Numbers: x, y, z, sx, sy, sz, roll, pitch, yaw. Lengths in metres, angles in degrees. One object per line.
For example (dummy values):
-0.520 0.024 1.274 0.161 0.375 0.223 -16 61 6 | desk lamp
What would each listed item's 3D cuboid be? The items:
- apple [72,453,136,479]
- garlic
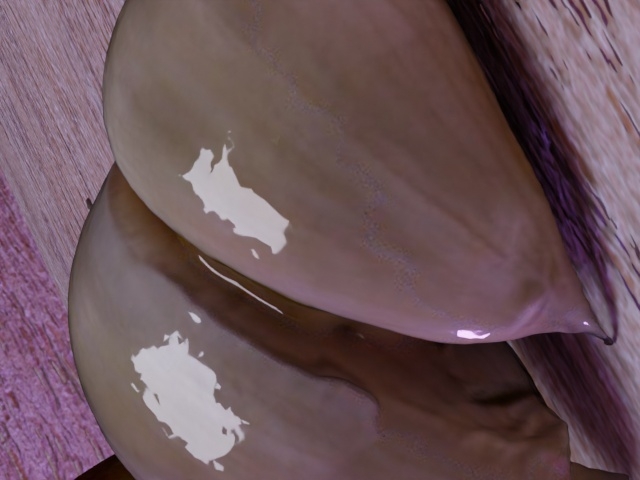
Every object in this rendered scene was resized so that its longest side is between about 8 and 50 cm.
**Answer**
-0.047 0.305 1.276 0.374 0.384 0.374 17 115 41 | apple
0.000 0.000 0.931 0.249 0.286 0.313 20 -149 -39 | garlic
